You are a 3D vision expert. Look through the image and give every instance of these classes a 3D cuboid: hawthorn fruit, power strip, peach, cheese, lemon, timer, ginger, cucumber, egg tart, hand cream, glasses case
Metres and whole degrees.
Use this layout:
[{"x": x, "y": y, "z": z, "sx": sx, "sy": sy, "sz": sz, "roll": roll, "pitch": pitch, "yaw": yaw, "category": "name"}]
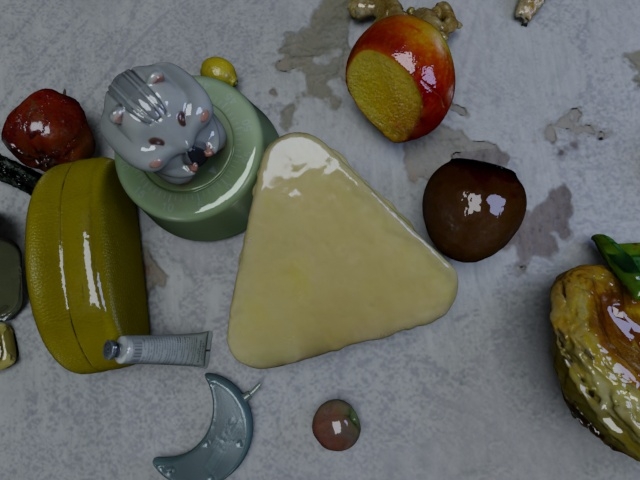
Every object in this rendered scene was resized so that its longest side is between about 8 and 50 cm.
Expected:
[{"x": -0.495, "y": -0.209, "z": 0.861, "sx": 0.148, "sy": 0.148, "sz": 0.172, "roll": -5, "pitch": 65, "yaw": 4, "category": "hawthorn fruit"}, {"x": -0.181, "y": 0.325, "z": 0.797, "sx": 0.137, "sy": 0.044, "sz": 0.216, "roll": 32, "pitch": 86, "yaw": 8, "category": "power strip"}, {"x": 0.134, "y": -0.271, "z": 0.788, "sx": 0.190, "sy": 0.190, "sz": 0.192, "roll": 9, "pitch": 75, "yaw": 6, "category": "peach"}, {"x": -0.648, "y": 0.216, "z": 0.859, "sx": 0.163, "sy": 0.036, "sz": 0.086, "roll": -20, "pitch": 79, "yaw": 2, "category": "cheese"}, {"x": -0.193, "y": -0.316, "z": 0.885, "sx": 0.083, "sy": 0.062, "sz": 0.062, "roll": 31, "pitch": 85, "yaw": 12, "category": "lemon"}, {"x": 0.001, "y": 0.000, "z": 0.742, "sx": 0.384, "sy": 0.104, "sz": 0.383, "roll": 0, "pitch": 102, "yaw": -1, "category": "cheese"}, {"x": -0.223, "y": -0.161, "z": 0.738, "sx": 0.291, "sy": 0.315, "sz": 0.290, "roll": -1, "pitch": 82, "yaw": 4, "category": "timer"}, {"x": 0.025, "y": 0.306, "z": 0.764, "sx": 0.083, "sy": 0.083, "sz": 0.083, "roll": -1, "pitch": 81, "yaw": 5, "category": "peach"}, {"x": 0.162, "y": -0.419, "z": 0.858, "sx": 0.193, "sy": 0.052, "sz": 0.176, "roll": -13, "pitch": 50, "yaw": -8, "category": "ginger"}, {"x": -0.568, "y": -0.117, "z": 0.898, "sx": 0.182, "sy": 0.053, "sz": 0.053, "roll": 25, "pitch": 84, "yaw": 6, "category": "cucumber"}, {"x": 0.461, "y": 0.195, "z": 0.674, "sx": 0.352, "sy": 0.352, "sz": 0.150, "roll": 38, "pitch": 130, "yaw": 9, "category": "egg tart"}, {"x": -0.260, "y": 0.180, "z": 0.765, "sx": 0.042, "sy": 0.194, "sz": 0.067, "roll": -6, "pitch": 76, "yaw": 36, "category": "hand cream"}, {"x": -0.401, "y": 0.039, "z": 0.793, "sx": 0.141, "sy": 0.173, "sz": 0.371, "roll": -10, "pitch": 81, "yaw": 1, "category": "glasses case"}]

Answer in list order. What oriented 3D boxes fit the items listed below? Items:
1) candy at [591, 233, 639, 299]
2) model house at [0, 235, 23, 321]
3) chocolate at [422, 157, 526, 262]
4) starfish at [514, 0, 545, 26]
[{"x": 0.575, "y": 0.044, "z": 0.730, "sx": 0.246, "sy": 0.149, "sz": 0.069, "roll": -4, "pitch": 125, "yaw": 4, "category": "candy"}, {"x": -0.687, "y": -0.002, "z": 0.862, "sx": 0.278, "sy": 0.218, "sz": 0.204, "roll": 54, "pitch": 133, "yaw": 40, "category": "model house"}, {"x": 0.247, "y": -0.044, "z": 0.764, "sx": 0.177, "sy": 0.177, "sz": 0.176, "roll": -1, "pitch": 81, "yaw": 5, "category": "chocolate"}, {"x": 0.460, "y": -0.583, "z": 0.862, "sx": 0.324, "sy": 0.082, "sz": 0.432, "roll": -29, "pitch": 82, "yaw": -3, "category": "starfish"}]
